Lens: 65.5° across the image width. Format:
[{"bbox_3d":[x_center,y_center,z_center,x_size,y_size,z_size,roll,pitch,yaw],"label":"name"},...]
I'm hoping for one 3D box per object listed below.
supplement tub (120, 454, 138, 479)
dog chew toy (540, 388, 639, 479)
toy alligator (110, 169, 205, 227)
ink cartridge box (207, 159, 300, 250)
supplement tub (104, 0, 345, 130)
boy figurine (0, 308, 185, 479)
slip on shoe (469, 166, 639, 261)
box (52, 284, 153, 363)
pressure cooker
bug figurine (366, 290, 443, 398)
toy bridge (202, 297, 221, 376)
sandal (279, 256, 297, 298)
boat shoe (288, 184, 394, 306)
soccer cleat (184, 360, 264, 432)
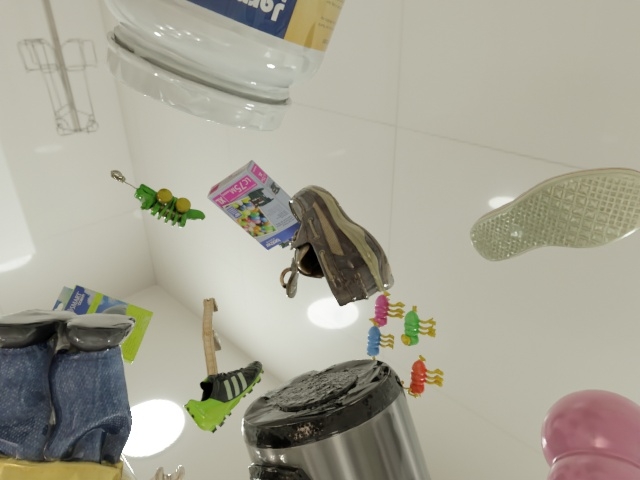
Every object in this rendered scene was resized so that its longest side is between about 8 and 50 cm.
[{"bbox_3d":[-0.423,0.477,0.839,0.241,0.241,0.331,-22,-156,-33],"label":"supplement tub"},{"bbox_3d":[0.486,0.426,0.858,0.207,0.206,0.332,11,-139,21],"label":"dog chew toy"},{"bbox_3d":[-0.310,-0.068,0.933,0.190,0.056,0.051,26,-125,-21],"label":"toy alligator"},{"bbox_3d":[-0.165,-0.083,1.500,0.186,0.311,0.065,-27,-145,34],"label":"ink cartridge box"},{"bbox_3d":[-0.074,-0.290,0.479,0.228,0.316,0.228,20,-157,-9],"label":"supplement tub"},{"bbox_3d":[-0.193,0.199,0.372,0.177,0.285,0.092,2,179,-8],"label":"boy figurine"},{"bbox_3d":[0.383,-0.044,0.807,0.101,0.123,0.331,-30,180,-25],"label":"slip on shoe"},{"bbox_3d":[-0.436,0.162,0.977,0.178,0.042,0.109,24,-121,-18],"label":"box"},{"bbox_3d":[0.058,0.511,1.072,0.376,0.420,0.370,-17,-178,-1],"label":"pressure cooker"},{"bbox_3d":[0.187,0.248,1.232,0.072,0.216,0.279,-9,-161,-26],"label":"bug figurine"},{"bbox_3d":[-0.203,0.187,0.925,0.026,0.063,0.188,-10,-128,-4],"label":"toy bridge"},{"bbox_3d":[-0.105,0.119,1.651,0.060,0.090,0.219,2,-152,0],"label":"sandal"},{"bbox_3d":[0.000,0.000,0.950,0.130,0.132,0.355,-30,-147,-9],"label":"boat shoe"},{"bbox_3d":[-0.156,0.245,0.841,0.072,0.060,0.179,46,-151,2],"label":"soccer cleat"}]
